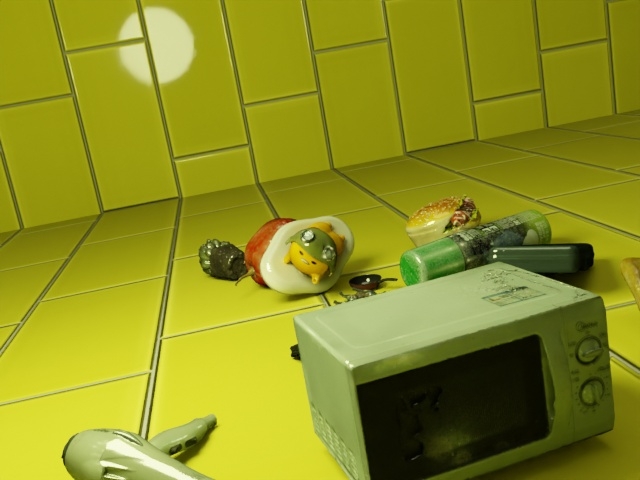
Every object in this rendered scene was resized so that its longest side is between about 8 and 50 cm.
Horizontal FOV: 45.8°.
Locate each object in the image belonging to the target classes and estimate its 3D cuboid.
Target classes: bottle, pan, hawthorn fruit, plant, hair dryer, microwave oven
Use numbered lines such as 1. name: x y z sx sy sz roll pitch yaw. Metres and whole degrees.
1. bottle: 0.314 0.019 1.527 0.330 0.093 0.093 -16 15 -26
2. pan: 0.110 0.088 1.538 0.115 0.023 0.068 -1 15 43
3. hawthorn fruit: -0.109 0.042 1.682 0.203 0.162 0.162 -32 18 -11
4. plant: -0.233 0.047 1.831 0.094 0.092 0.143 -29 30 -36
5. hair dryer: -0.168 0.273 0.918 0.225 0.088 0.219 -2 11 -42
6. microwave oven: 0.148 0.158 0.877 0.295 0.181 0.237 -14 12 -16

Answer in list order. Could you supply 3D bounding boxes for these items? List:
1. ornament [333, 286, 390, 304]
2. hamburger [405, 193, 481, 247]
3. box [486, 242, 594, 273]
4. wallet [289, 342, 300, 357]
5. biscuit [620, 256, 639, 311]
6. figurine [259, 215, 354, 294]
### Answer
1. ornament: 0.085 0.112 1.454 0.073 0.028 0.125 -17 13 -30
2. hamburger: 0.288 -0.044 1.763 0.173 0.116 0.210 -8 13 19
3. box: 0.405 0.032 1.383 0.160 0.050 0.230 -2 0 26
4. wallet: 0.073 0.141 1.247 0.244 0.025 0.124 -15 -9 -20
5. biscuit: 0.539 0.080 1.096 0.174 0.039 0.183 -12 40 5
6. figurine: 0.000 0.000 1.554 0.250 0.166 0.141 -45 -4 -39
